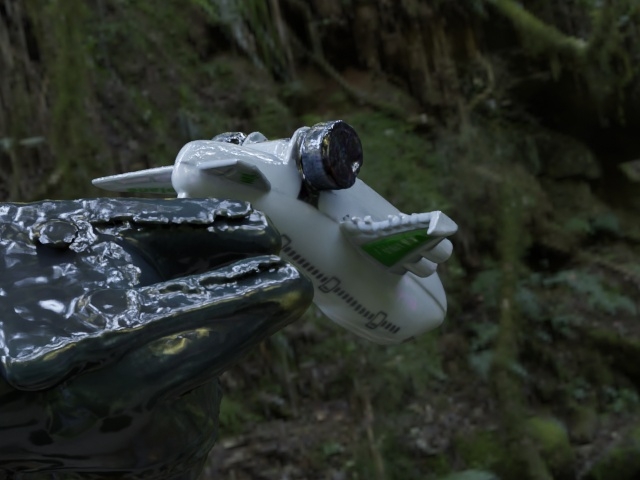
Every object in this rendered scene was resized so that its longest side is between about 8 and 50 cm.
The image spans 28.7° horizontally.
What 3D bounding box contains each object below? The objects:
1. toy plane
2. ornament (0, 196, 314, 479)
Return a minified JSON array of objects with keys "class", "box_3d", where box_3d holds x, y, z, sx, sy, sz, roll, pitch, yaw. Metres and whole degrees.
[{"class":"toy plane","box_3d":[0.001,-0.005,0.742,0.251,0.101,0.255,-3,-20,42]},{"class":"ornament","box_3d":[-0.109,0.107,0.378,0.202,0.236,0.080,-9,39,-21]}]
